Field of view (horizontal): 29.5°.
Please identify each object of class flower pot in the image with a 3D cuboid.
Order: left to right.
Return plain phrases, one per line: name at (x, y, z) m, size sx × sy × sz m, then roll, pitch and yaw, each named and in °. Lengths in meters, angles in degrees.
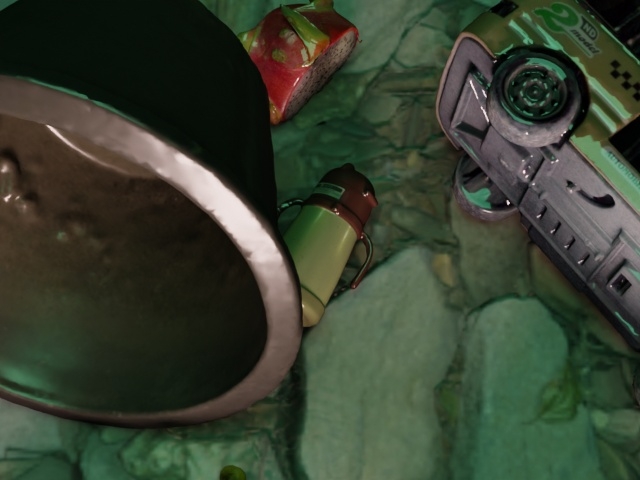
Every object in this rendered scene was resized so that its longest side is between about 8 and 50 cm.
flower pot at (-0.121, -0.034, 0.662) m, size 0.269 × 0.269 × 0.166 m, roll 13°, pitch 47°, yaw 6°

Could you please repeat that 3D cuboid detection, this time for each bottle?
bottle at (0.001, 0.001, 0.731) m, size 0.063 × 0.047 × 0.101 m, roll 39°, pitch 66°, yaw -24°

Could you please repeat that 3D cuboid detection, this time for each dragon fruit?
dragon fruit at (-0.018, -0.123, 0.767) m, size 0.056 × 0.060 × 0.083 m, roll 44°, pitch 78°, yaw 12°

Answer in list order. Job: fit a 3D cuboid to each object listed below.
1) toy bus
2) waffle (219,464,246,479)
toy bus at (0.203, -0.024, 0.685) m, size 0.157 × 0.139 × 0.289 m, roll -36°, pitch 74°, yaw -15°
waffle at (-0.069, 0.242, 0.622) m, size 0.232 × 0.051 × 0.228 m, roll -29°, pitch 63°, yaw 1°
